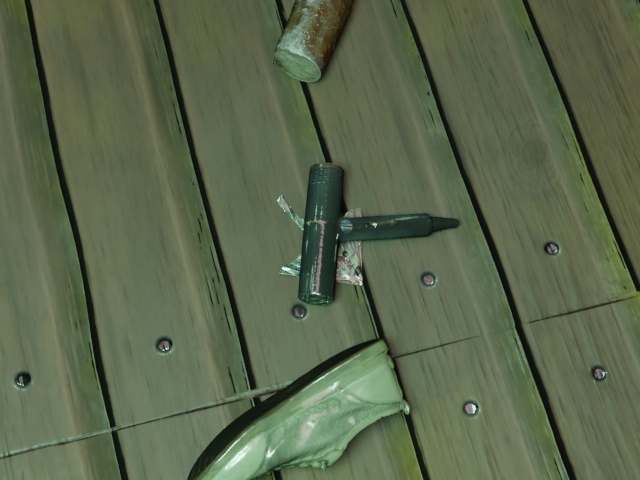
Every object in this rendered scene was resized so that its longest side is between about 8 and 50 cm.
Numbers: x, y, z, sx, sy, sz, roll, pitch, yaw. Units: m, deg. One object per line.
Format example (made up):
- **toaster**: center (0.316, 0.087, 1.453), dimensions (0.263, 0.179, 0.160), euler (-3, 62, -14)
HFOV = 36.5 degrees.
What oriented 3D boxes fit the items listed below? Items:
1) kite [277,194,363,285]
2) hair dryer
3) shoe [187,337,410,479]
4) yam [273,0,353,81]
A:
- **kite**: center (0.000, 0.000, 1.211), dimensions (0.139, 0.011, 0.156), euler (-41, 79, -20)
- **hair dryer**: center (0.073, 0.003, 1.194), dimensions (0.194, 0.050, 0.173), euler (9, 72, -7)
- **shoe**: center (-0.022, 0.213, 1.084), dimensions (0.275, 0.103, 0.098), euler (-31, 88, -12)
- **yam**: center (-0.009, -0.285, 1.280), dimensions (0.079, 0.079, 0.141), euler (20, 70, 3)
